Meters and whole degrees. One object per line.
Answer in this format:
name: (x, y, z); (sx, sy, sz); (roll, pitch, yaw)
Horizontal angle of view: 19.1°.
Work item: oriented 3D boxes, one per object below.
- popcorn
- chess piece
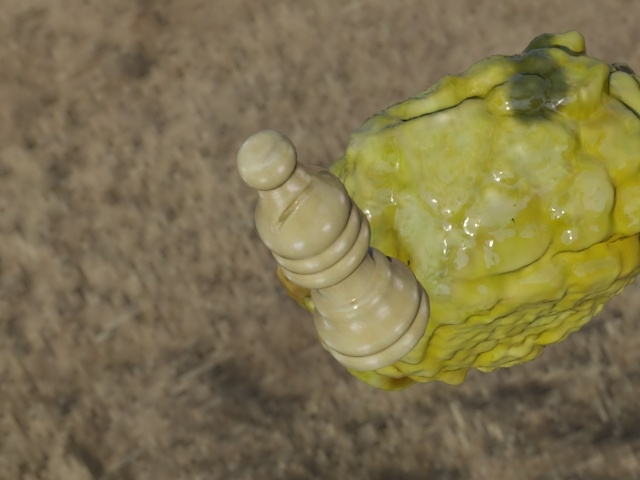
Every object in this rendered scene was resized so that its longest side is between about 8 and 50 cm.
popcorn: (0.085, -0.009, 1.186); (0.286, 0.174, 0.225); (-32, -18, 25)
chess piece: (0.000, 0.000, 0.553); (0.035, 0.092, 0.035); (-15, 50, 18)
